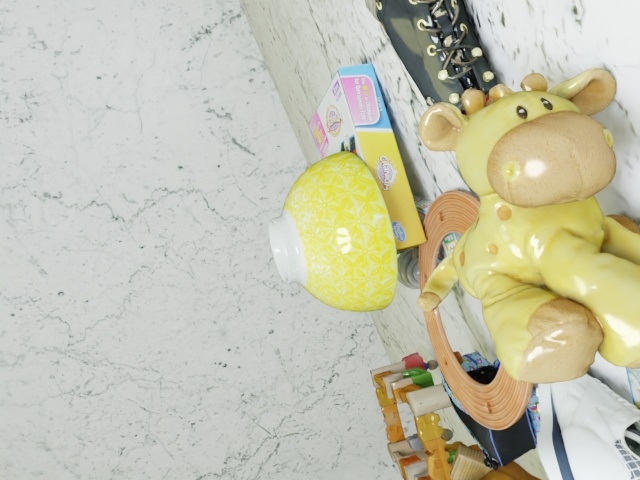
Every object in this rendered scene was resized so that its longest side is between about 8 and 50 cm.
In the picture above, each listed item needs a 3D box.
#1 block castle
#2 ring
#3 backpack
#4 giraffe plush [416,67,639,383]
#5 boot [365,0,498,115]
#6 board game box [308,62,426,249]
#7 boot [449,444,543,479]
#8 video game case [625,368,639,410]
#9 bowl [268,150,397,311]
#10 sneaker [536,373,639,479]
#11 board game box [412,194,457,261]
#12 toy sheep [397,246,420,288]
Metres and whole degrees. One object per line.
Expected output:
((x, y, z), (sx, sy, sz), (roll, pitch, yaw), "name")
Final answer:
((0.299, 0.463, 1.341), (0.453, 0.212, 0.303), (140, 117, -80), "block castle")
((0.216, 0.094, 0.757), (0.336, 0.032, 0.337), (171, 90, -81), "ring")
((0.282, 0.266, 0.896), (0.173, 0.116, 0.158), (-124, 9, -65), "backpack")
((0.160, -0.028, 0.379), (0.210, 0.181, 0.171), (26, 132, 57), "giraffe plush")
((0.108, -0.211, 0.480), (0.179, 0.085, 0.236), (63, -177, 6), "boot")
((0.073, -0.119, 0.967), (0.242, 0.064, 0.317), (143, 112, -73), "board game box")
((0.293, 0.439, 0.797), (0.295, 0.211, 0.104), (-37, -37, -62), "boot")
((0.322, 0.163, 0.434), (0.166, 0.015, 0.119), (-125, 10, -69), "video game case")
((0.000, 0.000, 0.915), (0.289, 0.156, 0.290), (166, 90, -74), "bowl")
((0.278, 0.187, 0.536), (0.090, 0.094, 0.235), (63, -156, -7), "sneaker")
((0.195, -0.022, 0.933), (0.154, 0.026, 0.104), (-128, 13, -75), "board game box")
((0.193, 0.055, 1.061), (0.091, 0.091, 0.132), (65, 171, -7), "toy sheep")
